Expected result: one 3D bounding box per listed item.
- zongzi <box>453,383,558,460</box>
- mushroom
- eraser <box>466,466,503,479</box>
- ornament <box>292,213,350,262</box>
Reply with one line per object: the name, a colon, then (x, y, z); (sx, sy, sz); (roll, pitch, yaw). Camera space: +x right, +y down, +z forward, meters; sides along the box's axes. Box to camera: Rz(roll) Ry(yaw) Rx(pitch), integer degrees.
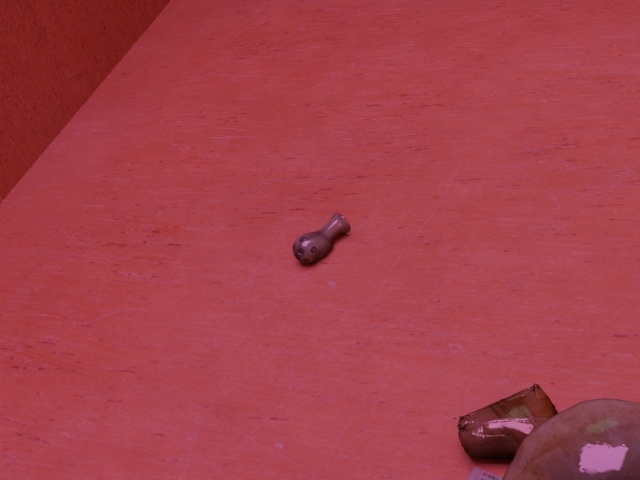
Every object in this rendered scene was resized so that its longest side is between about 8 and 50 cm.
zongzi: (0.367, 0.382, 1.517); (0.194, 0.099, 0.197); (-21, 48, 1)
mushroom: (0.460, 0.423, 1.297); (0.352, 0.260, 0.352); (-2, 81, 11)
eraser: (0.325, 0.458, 1.495); (0.122, 0.029, 0.052); (14, 52, 34)
ornament: (0.000, 0.000, 2.102); (0.156, 0.081, 0.075); (-38, 10, -23)
